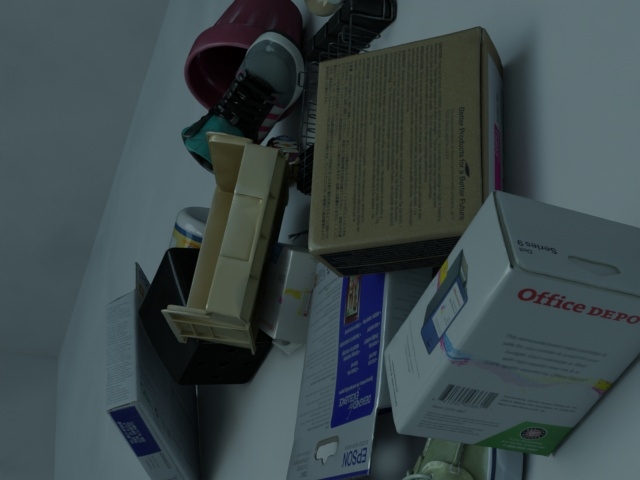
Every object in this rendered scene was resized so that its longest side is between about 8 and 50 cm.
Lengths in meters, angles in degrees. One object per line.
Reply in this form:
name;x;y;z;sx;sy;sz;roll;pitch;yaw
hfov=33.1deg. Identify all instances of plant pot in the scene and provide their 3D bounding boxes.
plant pot;-0.114;-0.328;1.860;0.201;0.201;0.180;-48;20;54
plant pot;-0.174;0.136;1.775;0.187;0.188;0.167;-58;40;43

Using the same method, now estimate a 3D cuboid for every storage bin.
storage bin;-0.131;0.012;1.565;0.260;0.123;0.262;94;-172;-75

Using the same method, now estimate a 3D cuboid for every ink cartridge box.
ink cartridge box;-0.026;0.084;1.506;0.092;0.090;0.143;-155;77;-70
ink cartridge box;0.046;0.139;1.276;0.303;0.072;0.307;140;138;-66
ink cartridge box;0.094;-0.090;1.140;0.193;0.088;0.234;-7;65;23
ink cartridge box;0.167;0.075;0.890;0.093;0.154;0.212;-96;25;-44
ink cartridge box;-0.297;0.264;1.927;0.330;0.071;0.324;-103;-5;-47

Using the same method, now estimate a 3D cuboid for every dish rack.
dish rack;0.027;-0.201;1.559;0.208;0.074;0.271;148;129;-66

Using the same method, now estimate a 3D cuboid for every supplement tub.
supplement tub;-0.211;0.053;1.947;0.144;0.144;0.199;-130;53;-65

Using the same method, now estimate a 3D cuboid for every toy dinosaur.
toy dinosaur;0.000;0.000;1.585;0.082;0.090;0.047;59;-168;-74

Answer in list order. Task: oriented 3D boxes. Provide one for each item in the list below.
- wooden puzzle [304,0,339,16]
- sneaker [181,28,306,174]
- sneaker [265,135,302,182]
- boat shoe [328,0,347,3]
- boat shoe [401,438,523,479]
wooden puzzle;0.034;-0.566;1.742;0.348;0.081;0.322;-114;39;-51
sneaker;-0.133;-0.197;1.723;0.178;0.124;0.295;-55;0;-35
sneaker;-0.062;-0.137;1.761;0.185;0.070;0.083;165;114;-66
boat shoe;0.089;-0.471;1.509;0.114;0.091;0.302;47;122;44
boat shoe;0.119;0.253;1.007;0.109;0.094;0.302;166;113;-67
